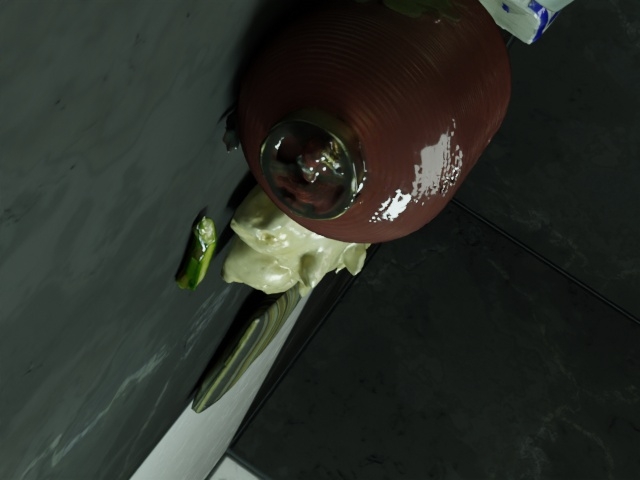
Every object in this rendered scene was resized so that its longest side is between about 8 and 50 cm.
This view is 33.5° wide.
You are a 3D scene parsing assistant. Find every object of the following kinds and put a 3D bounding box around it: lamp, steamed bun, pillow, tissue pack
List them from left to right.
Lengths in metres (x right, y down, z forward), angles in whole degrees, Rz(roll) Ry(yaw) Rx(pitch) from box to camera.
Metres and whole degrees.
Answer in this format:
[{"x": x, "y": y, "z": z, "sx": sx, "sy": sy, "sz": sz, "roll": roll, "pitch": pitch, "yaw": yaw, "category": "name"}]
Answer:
[{"x": -0.096, "y": 0.137, "z": 1.562, "sx": 0.208, "sy": 0.052, "sz": 0.212, "roll": -56, "pitch": 173, "yaw": 32, "category": "pillow"}, {"x": 0.025, "y": -0.058, "z": 1.067, "sx": 0.292, "sy": 0.137, "sz": 0.295, "roll": -57, "pitch": 173, "yaw": -26, "category": "steamed bun"}, {"x": 0.034, "y": -0.099, "z": 0.767, "sx": 0.258, "sy": 0.180, "sz": 0.180, "roll": -47, "pitch": 170, "yaw": -50, "category": "lamp"}, {"x": 0.367, "y": -0.463, "z": 1.667, "sx": 0.269, "sy": 0.137, "sz": 0.209, "roll": -53, "pitch": 175, "yaw": 5, "category": "tissue pack"}]

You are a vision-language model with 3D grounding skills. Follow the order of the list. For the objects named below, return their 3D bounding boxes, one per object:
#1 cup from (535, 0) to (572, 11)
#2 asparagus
[{"x": 0.292, "y": -0.389, "z": 1.204, "sx": 0.234, "sy": 0.186, "sz": 0.258, "roll": -49, "pitch": 176, "yaw": 20, "category": "cup"}, {"x": -0.106, "y": 0.013, "z": 0.913, "sx": 0.025, "sy": 0.021, "sz": 0.108, "roll": -51, "pitch": 173, "yaw": -35, "category": "asparagus"}]
